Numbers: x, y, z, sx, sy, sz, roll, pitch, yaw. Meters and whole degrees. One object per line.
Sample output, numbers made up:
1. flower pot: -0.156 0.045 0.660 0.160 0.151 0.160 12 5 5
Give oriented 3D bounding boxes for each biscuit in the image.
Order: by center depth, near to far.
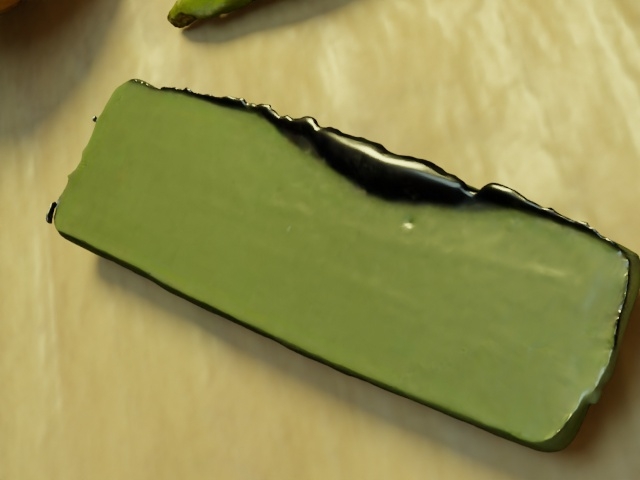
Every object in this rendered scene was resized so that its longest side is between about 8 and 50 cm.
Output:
1. biscuit: 0.000 0.000 0.669 0.322 0.038 0.099 21 86 39

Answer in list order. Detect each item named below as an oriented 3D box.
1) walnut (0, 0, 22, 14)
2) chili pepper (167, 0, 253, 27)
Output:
1. walnut: -0.201 -0.204 0.871 0.167 0.087 0.211 0 71 15
2. chili pepper: 0.001 -0.157 0.737 0.208 0.043 0.049 -35 66 20
